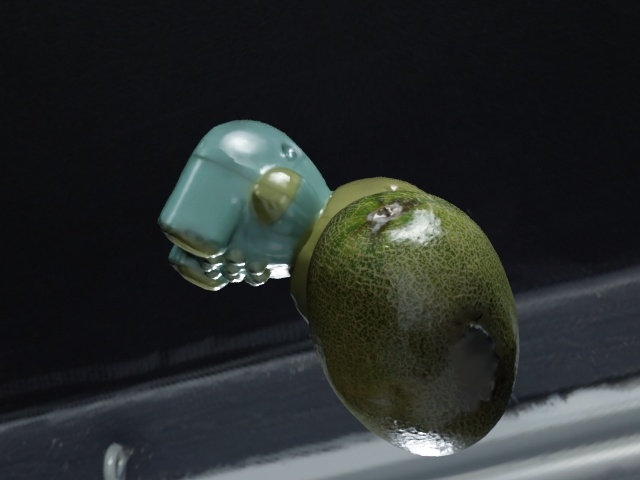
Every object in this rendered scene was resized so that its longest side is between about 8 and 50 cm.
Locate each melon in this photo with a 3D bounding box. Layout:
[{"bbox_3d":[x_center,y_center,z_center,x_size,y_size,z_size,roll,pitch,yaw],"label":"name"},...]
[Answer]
[{"bbox_3d":[0.048,0.046,0.509,0.099,0.099,0.162,-16,-49,5],"label":"melon"}]

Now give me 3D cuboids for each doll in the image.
[{"bbox_3d":[0.000,0.000,0.957,0.260,0.177,0.162,25,-109,5],"label":"doll"}]
